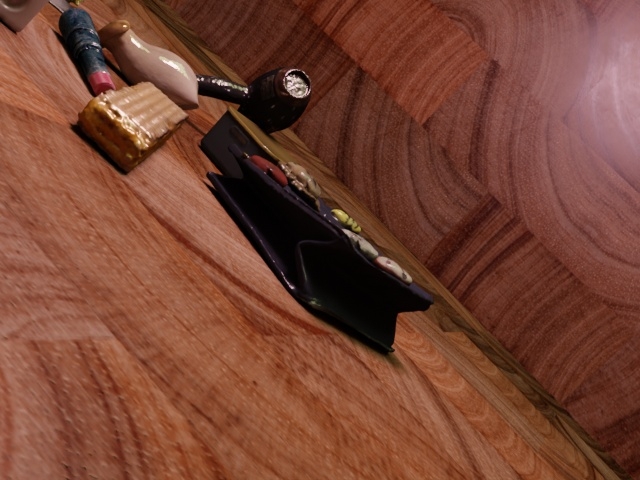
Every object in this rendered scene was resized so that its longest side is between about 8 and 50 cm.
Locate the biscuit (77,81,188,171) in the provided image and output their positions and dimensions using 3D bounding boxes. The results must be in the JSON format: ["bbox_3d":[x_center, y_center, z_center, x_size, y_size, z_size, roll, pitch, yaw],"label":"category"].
[{"bbox_3d":[-0.247,-0.162,1.325,0.094,0.054,0.379,42,8,-9],"label":"biscuit"}]

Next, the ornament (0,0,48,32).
[{"bbox_3d":[-0.431,-0.471,1.319,0.239,0.240,0.240,38,10,-34],"label":"ornament"}]

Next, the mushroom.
[{"bbox_3d":[-0.290,-0.298,1.691,0.212,0.088,0.097,38,24,-17],"label":"mushroom"}]

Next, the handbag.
[{"bbox_3d":[0.000,0.000,1.531,0.329,0.122,0.303,48,9,37],"label":"handbag"}]

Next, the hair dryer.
[{"bbox_3d":[-0.214,-0.278,1.857,0.359,0.120,0.303,13,-16,-29],"label":"hair dryer"}]

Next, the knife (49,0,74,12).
[{"bbox_3d":[-0.472,-0.429,1.718,0.230,0.028,0.060,44,19,-27],"label":"knife"}]

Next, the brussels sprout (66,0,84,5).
[{"bbox_3d":[-0.451,-0.458,1.796,0.058,0.085,0.085,42,7,4],"label":"brussels sprout"}]

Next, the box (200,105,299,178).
[{"bbox_3d":[-0.115,-0.141,1.772,0.144,0.090,0.201,48,8,25],"label":"box"}]

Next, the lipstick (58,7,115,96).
[{"bbox_3d":[-0.339,-0.276,1.460,0.053,0.053,0.234,38,11,-41],"label":"lipstick"}]
